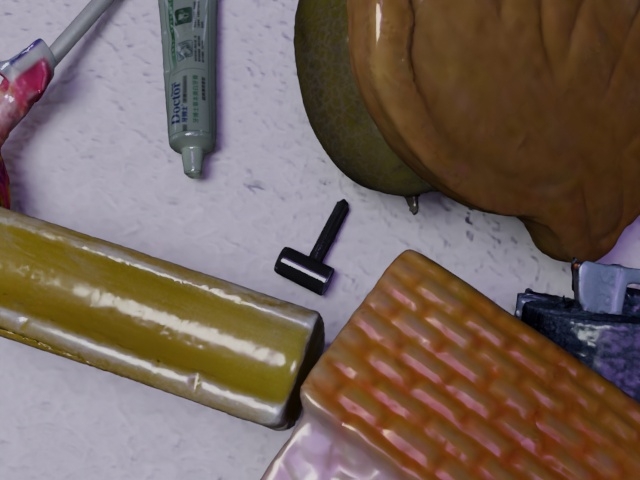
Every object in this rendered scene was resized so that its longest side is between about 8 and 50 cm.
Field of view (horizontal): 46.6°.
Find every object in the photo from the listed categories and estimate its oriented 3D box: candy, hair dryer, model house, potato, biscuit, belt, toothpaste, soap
[{"bbox_3d":[-0.250,-0.128,0.636,0.124,0.124,0.365,31,71,9],"label":"candy"},{"bbox_3d":[0.000,0.000,0.622,0.047,0.026,0.083,27,77,7],"label":"hair dryer"},{"bbox_3d":[0.073,0.163,0.469,0.202,0.237,0.237,33,86,13],"label":"model house"},{"bbox_3d":[0.067,-0.144,0.582,0.174,0.159,0.251,-4,82,47],"label":"potato"},{"bbox_3d":[0.193,-0.183,0.523,0.365,0.062,0.385,35,78,-32],"label":"biscuit"},{"bbox_3d":[0.253,0.084,0.535,0.218,0.122,0.128,7,92,0],"label":"belt"},{"bbox_3d":[-0.115,-0.159,0.657,0.064,0.041,0.218,-7,74,8],"label":"toothpaste"},{"bbox_3d":[-0.137,0.058,0.541,0.274,0.173,0.089,18,76,6],"label":"soap"}]
